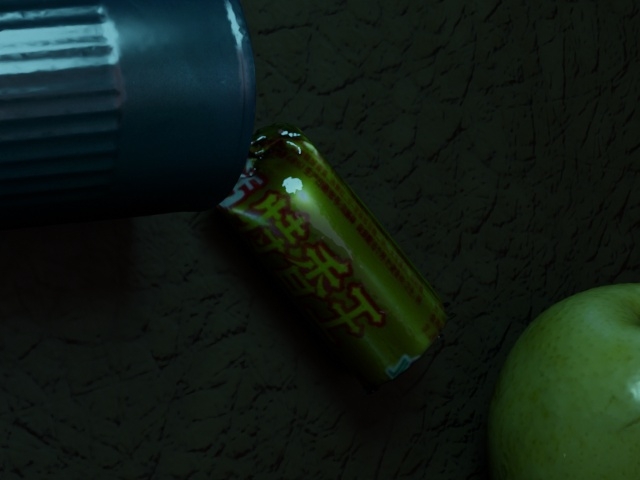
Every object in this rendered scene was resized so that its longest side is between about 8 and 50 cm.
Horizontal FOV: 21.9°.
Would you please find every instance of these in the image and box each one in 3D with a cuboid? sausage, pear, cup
[{"bbox_3d":[0.002,-0.001,1.621,0.125,0.117,0.317,-36,113,6],"label":"sausage"},{"bbox_3d":[0.343,0.207,1.736,0.348,0.348,0.348,1,88,-35],"label":"pear"},{"bbox_3d":[-0.228,-0.145,1.366,0.292,0.308,0.242,-9,61,-32],"label":"cup"}]
